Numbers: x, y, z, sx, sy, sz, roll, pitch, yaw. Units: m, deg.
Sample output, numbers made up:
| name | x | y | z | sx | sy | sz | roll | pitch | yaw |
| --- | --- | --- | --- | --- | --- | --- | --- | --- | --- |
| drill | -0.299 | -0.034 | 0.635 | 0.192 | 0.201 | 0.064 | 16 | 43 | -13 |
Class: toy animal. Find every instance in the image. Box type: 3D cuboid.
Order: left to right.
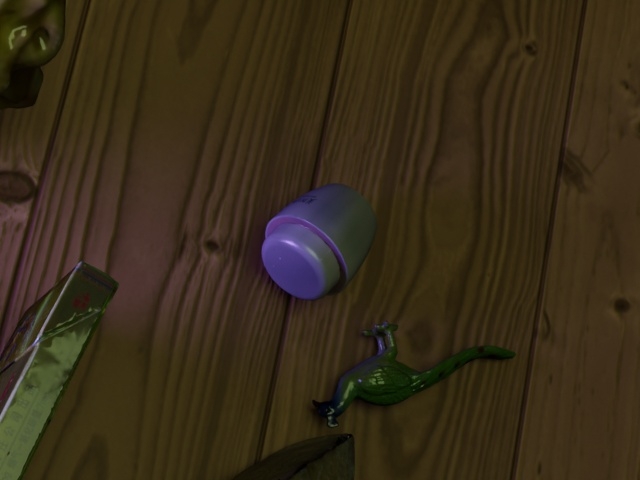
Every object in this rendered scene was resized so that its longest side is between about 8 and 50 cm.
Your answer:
| name | x | y | z | sx | sy | sz | roll | pitch | yaw |
| --- | --- | --- | --- | --- | --- | --- | --- | --- | --- |
| toy animal | 0.083 | 0.107 | 1.780 | 0.217 | 0.041 | 0.075 | -18 | 83 | -30 |

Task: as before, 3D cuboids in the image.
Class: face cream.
| name | x | y | z | sx | sy | sz | roll | pitch | yaw |
| --- | --- | --- | --- | --- | --- | --- | --- | --- | --- |
| face cream | 0.000 | 0.000 | 1.749 | 0.091 | 0.091 | 0.095 | 46 | 55 | -4 |

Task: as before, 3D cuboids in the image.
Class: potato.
| name | x | y | z | sx | sy | sz | roll | pitch | yaw |
| --- | --- | --- | --- | --- | --- | --- | --- | --- | --- |
| potato | -0.036 | 0.239 | 1.679 | 0.172 | 0.089 | 0.100 | -35 | 112 | -58 |

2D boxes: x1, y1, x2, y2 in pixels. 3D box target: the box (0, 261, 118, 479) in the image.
| name | x | y | z | sx | sy | sz | roll | pitch | yaw |
| --- | --- | --- | --- | --- | --- | --- | --- | --- | --- |
| box | -0.265 | 0.174 | 1.538 | 0.043 | 0.173 | 0.311 | 30 | 66 | -13 |

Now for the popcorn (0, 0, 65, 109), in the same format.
| name | x | y | z | sx | sy | sz | roll | pitch | yaw |
| --- | --- | --- | --- | --- | --- | --- | --- | --- | --- |
| popcorn | -0.364 | -0.185 | 1.555 | 0.312 | 0.312 | 0.312 | 7 | 72 | -21 |
